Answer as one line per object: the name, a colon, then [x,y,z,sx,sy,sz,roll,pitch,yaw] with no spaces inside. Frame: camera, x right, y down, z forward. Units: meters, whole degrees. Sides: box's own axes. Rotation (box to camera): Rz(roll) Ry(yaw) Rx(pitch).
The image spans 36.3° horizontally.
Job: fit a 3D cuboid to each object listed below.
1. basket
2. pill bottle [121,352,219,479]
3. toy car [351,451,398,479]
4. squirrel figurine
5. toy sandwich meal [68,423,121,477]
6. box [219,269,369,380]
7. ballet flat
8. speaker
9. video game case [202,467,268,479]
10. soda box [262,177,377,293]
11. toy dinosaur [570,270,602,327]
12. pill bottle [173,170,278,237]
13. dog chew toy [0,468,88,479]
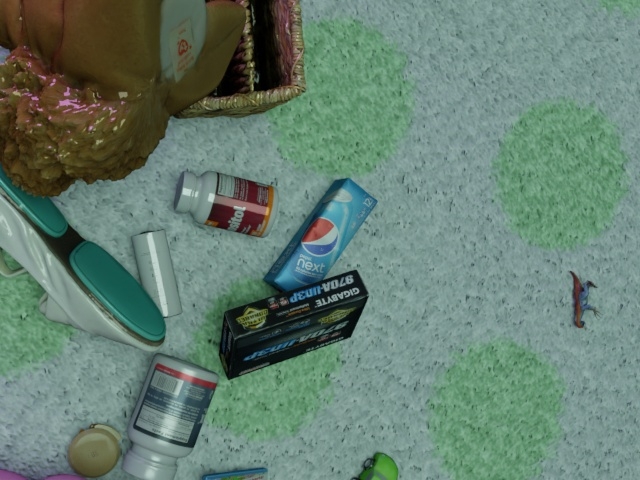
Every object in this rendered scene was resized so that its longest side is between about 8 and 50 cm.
basket: [-0.158,-0.340,1.459,0.213,0.223,0.299,-4,92,-18]
pill bottle: [-0.233,0.272,1.490,0.108,0.108,0.180,22,84,-17]
toy car: [0.055,0.450,1.606,0.239,0.053,0.225,42,77,-16]
squirrel figurine: [-0.352,-0.260,1.314,0.370,0.281,0.397,15,81,22]
toy sandwich meal: [-0.346,0.320,1.496,0.085,0.029,0.086,-1,95,-17]
box: [-0.045,0.132,1.517,0.220,0.175,0.051,-17,66,-18]
ballet flat: [-0.398,0.033,1.441,0.139,0.139,0.400,-45,98,-13]
speaker: [-0.253,0.052,1.512,0.055,0.055,0.136,-13,93,-18]
video game case: [-0.138,0.450,1.548,0.119,0.015,0.166,3,89,-38]
soda box: [0.000,0.000,1.586,0.067,0.071,0.210,38,79,-14]
toy dinosaur: [0.472,0.114,1.767,0.090,0.047,0.082,31,89,18]
pill bottle: [-0.149,-0.060,1.531,0.152,0.086,0.086,13,86,-17]
dog chew toy: [-0.386,0.424,1.382,0.331,0.206,0.207,0,90,-15]
